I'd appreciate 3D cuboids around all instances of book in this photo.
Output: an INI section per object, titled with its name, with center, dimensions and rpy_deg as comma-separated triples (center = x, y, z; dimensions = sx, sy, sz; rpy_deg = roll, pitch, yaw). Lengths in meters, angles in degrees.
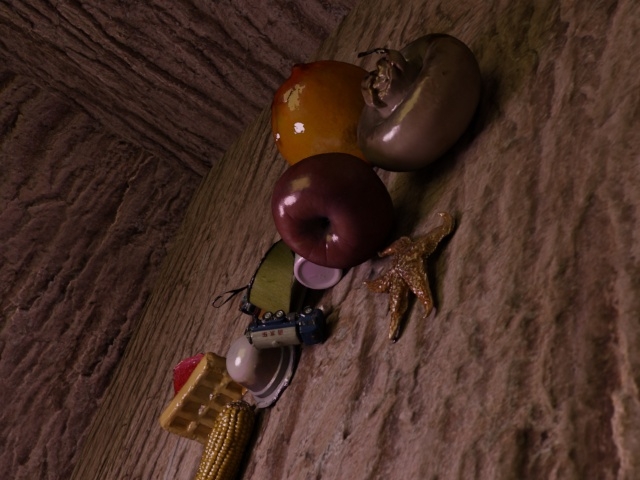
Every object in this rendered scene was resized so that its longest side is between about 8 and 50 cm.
[book]
center = -0.124, 0.190, 2.053
dimensions = 0.295, 0.020, 0.208
rpy_deg = -33, 33, 50

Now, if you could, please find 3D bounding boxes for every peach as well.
[peach]
center = 0.029, -0.354, 1.974
dimensions = 0.372, 0.372, 0.290
rpy_deg = -44, 22, 36

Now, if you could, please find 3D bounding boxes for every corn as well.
[corn]
center = -0.251, 0.554, 1.715
dimensions = 0.115, 0.115, 0.318
rpy_deg = -30, 35, 53

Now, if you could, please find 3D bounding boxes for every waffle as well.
[waffle]
center = -0.329, 0.463, 1.944
dimensions = 0.274, 0.168, 0.057
rpy_deg = -54, 27, 10

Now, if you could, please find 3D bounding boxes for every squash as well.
[squash]
center = -0.106, 0.103, 1.885
dimensions = 0.220, 0.133, 0.220
rpy_deg = 21, -90, -79

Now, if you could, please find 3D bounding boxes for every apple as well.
[apple]
center = 0.034, -0.081, 1.644
dimensions = 0.306, 0.305, 0.235
rpy_deg = -45, 12, 34

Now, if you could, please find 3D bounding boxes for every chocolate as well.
[chocolate]
center = -0.177, 0.330, 1.785
dimensions = 0.221, 0.147, 0.221
rpy_deg = -40, 40, 44

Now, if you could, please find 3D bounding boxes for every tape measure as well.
[tape measure]
center = -0.277, 0.186, 2.219
dimensions = 0.107, 0.179, 0.104
rpy_deg = -13, 65, 62

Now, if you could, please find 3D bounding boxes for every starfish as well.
[starfish]
center = 0.177, 0.078, 1.450
dimensions = 0.299, 0.060, 0.302
rpy_deg = -42, 27, 33

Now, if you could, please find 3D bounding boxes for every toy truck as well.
[toy truck]
center = -0.089, 0.226, 1.700
dimensions = 0.201, 0.074, 0.088
rpy_deg = -9, 38, 13

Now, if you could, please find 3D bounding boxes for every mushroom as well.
[mushroom]
center = 0.208, -0.348, 1.631
dimensions = 0.362, 0.294, 0.362
rpy_deg = -46, 25, 29

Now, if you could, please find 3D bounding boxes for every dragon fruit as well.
[dragon fruit]
center = -0.368, 0.464, 2.117
dimensions = 0.161, 0.126, 0.274
rpy_deg = -45, 27, 9

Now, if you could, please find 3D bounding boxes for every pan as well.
[pan]
center = -0.195, 0.251, 2.039
dimensions = 0.115, 0.040, 0.212
rpy_deg = -34, 46, 42

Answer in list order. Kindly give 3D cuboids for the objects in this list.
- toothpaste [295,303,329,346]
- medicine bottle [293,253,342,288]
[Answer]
[toothpaste]
center = -0.038, 0.233, 1.780
dimensions = 0.190, 0.031, 0.048
rpy_deg = -50, 28, 33
[medicine bottle]
center = 0.000, 0.000, 1.870
dimensions = 0.133, 0.133, 0.274
rpy_deg = -46, 22, 31
